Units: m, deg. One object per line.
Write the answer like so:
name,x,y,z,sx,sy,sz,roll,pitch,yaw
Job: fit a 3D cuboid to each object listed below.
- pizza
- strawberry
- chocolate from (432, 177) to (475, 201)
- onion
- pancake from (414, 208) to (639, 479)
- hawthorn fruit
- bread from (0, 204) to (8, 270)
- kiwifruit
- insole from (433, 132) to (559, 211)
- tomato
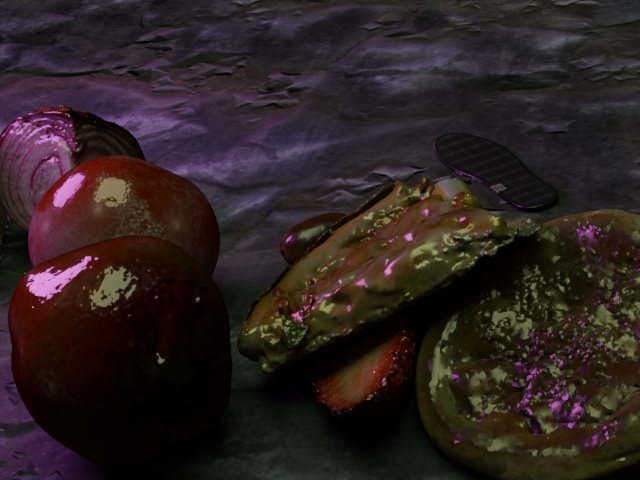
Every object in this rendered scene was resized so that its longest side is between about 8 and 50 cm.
pizza,0.048,0.041,1.833,0.392,0.080,0.435,-33,12,-12
strawberry,0.056,0.179,1.728,0.167,0.087,0.208,-27,25,25
chocolate,0.213,-0.006,2.001,0.085,0.086,0.219,-12,34,-4
onion,-0.406,-0.104,2.217,0.206,0.216,0.207,9,1,33
pancake,0.292,0.119,1.631,0.382,0.071,0.382,-19,50,24
hawthorn fruit,-0.256,0.140,1.710,0.311,0.295,0.295,-17,18,47
bread,-0.558,-0.081,2.176,0.198,0.263,0.236,7,34,23
kiwifruit,0.000,0.000,2.053,0.124,0.075,0.075,-17,31,-19
insole,0.280,-0.115,2.217,0.110,0.012,0.309,-18,31,-16
tomato,-0.275,0.014,1.938,0.270,0.270,0.227,-5,62,8
